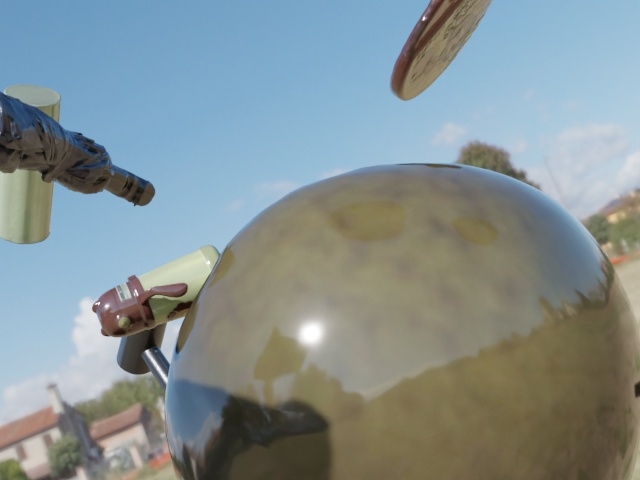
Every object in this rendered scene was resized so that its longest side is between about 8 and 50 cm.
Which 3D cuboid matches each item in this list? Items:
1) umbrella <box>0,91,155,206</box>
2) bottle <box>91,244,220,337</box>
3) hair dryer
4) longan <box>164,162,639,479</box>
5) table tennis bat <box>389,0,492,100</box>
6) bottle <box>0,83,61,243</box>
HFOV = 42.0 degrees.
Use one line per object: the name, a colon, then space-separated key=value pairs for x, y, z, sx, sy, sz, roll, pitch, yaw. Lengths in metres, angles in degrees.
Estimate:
umbrella: x=-0.241 y=-0.073 z=0.782 sx=0.071 sy=0.071 sz=0.248 roll=-25 pitch=-21 yaw=12
bottle: x=-0.118 y=0.043 z=0.621 sx=0.101 sy=0.047 sz=0.063 roll=-22 pitch=-36 yaw=-16
hair dryer: x=-0.238 y=0.210 z=1.330 sx=0.070 sy=0.255 sz=0.128 roll=-15 pitch=-43 yaw=-39
longan: x=0.058 y=0.091 z=0.550 sx=0.319 sy=0.319 sz=0.319 roll=-23 pitch=-8 yaw=-3
table tennis bat: x=0.197 y=-0.352 z=1.275 sx=0.268 sy=0.051 sz=0.415 roll=-49 pitch=-10 yaw=-7
bottle: x=-0.382 y=-0.097 z=1.088 sx=0.072 sy=0.072 sz=0.201 roll=-15 pitch=-50 yaw=-44
